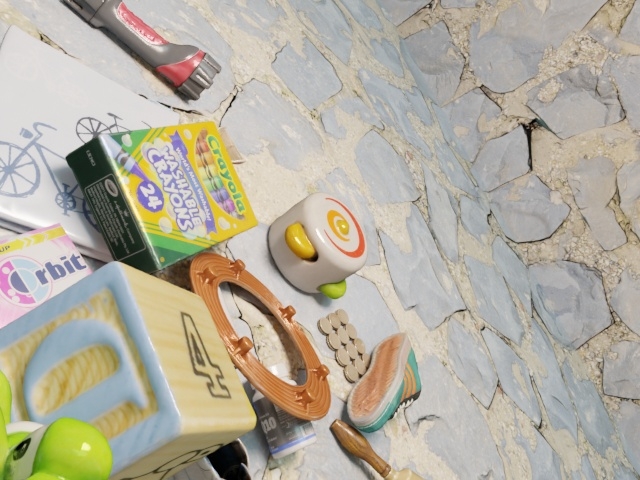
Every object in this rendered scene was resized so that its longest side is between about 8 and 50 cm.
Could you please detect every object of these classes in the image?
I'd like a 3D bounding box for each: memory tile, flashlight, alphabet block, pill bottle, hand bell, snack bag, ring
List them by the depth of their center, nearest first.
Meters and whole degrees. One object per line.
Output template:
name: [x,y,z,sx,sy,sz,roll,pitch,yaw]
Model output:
alphabet block: [-0.216,0.165,0.632,0.193,0.192,0.197,62,4,22]
snack bag: [-0.374,-0.142,0.885,0.323,0.037,0.343,25,51,-39]
pill bottle: [-0.065,0.275,0.926,0.078,0.078,0.137,0,61,-54]
ring: [-0.086,0.145,0.942,0.336,0.032,0.336,47,10,-11]
hand bell: [0.111,0.419,1.048,0.242,0.126,0.126,42,32,1]
flashlight: [-0.344,-0.415,1.140,0.304,0.103,0.103,40,36,-27]
memory tile: [0.054,0.220,1.206,0.113,0.012,0.148,-18,77,-58]

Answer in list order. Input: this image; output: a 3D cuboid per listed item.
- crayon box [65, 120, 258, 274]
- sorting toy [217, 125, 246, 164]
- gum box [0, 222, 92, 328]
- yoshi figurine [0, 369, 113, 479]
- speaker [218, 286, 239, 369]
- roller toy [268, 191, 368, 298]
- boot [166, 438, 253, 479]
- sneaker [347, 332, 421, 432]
crayon box: [-0.224,-0.081,0.929,0.323,0.083,0.203,-33,101,-62]
sorting toy: [-0.196,-0.179,1.112,0.083,0.045,0.075,59,18,4]
gum box: [-0.381,0.060,0.695,0.107,0.062,0.188,57,31,0]
yoshi figurine: [-0.297,0.186,0.410,0.203,0.362,0.204,9,55,-50]
speaker: [-0.166,0.145,0.925,0.055,0.055,0.136,-3,64,-55]
roller toy: [0.000,0.000,1.199,0.209,0.146,0.191,36,36,-29]
boot: [-0.131,0.340,0.730,0.258,0.123,0.095,59,31,3]
sneaker: [0.148,0.306,1.153,0.121,0.108,0.302,62,28,-8]
